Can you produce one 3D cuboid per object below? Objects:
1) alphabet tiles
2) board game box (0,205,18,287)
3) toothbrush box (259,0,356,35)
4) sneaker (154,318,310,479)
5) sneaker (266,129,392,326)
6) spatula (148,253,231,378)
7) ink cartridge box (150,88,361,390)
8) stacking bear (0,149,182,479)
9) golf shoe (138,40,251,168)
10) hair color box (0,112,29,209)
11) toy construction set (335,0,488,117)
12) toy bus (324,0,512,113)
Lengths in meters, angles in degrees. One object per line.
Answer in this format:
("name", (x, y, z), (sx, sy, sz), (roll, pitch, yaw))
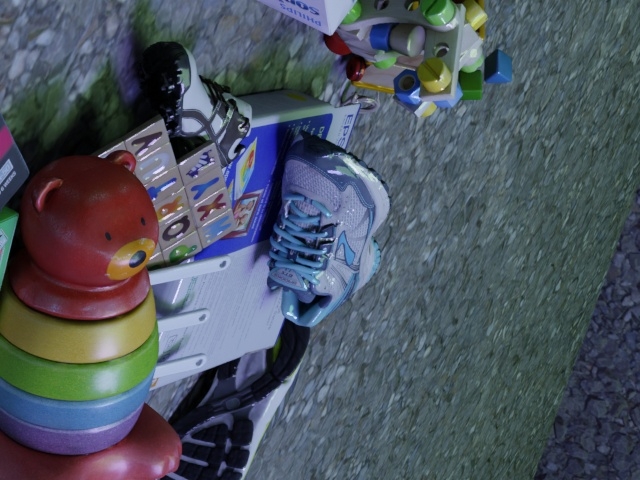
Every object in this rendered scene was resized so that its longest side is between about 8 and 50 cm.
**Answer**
("alphabet tiles", (-0.173, -0.019, 1.748), (0.198, 0.009, 0.237), (-32, 153, -11))
("board game box", (-0.352, 0.133, 1.552), (0.213, 0.046, 0.317), (-31, 143, -58))
("toothbrush box", (0.004, -0.354, 1.713), (0.206, 0.122, 0.283), (-56, 159, -21))
("sneaker", (-0.100, 0.217, 2.228), (0.300, 0.111, 0.121), (-56, 164, -14))
("sneaker", (0.000, 0.000, 2.001), (0.122, 0.110, 0.283), (-52, 157, -23))
("spatula", (-0.188, 0.087, 1.832), (0.242, 0.019, 0.168), (-11, 129, -39))
("ink cartridge box", (-0.091, -0.007, 2.015), (0.307, 0.072, 0.304), (-19, 132, -66))
("stacking bear", (-0.205, 0.062, 1.643), (0.175, 0.164, 0.289), (-18, 132, -38))
("golf shoe", (-0.109, -0.124, 1.752), (0.093, 0.077, 0.198), (-22, 155, -13))
("hair color box", (-0.323, -0.087, 1.235), (0.185, 0.113, 0.374), (-56, 159, -20))
("toy construction set", (0.131, -0.285, 1.962), (0.328, 0.215, 0.151), (-51, 144, -21))
("toy bus", (0.098, -0.232, 2.132), (0.191, 0.202, 0.104), (47, 40, -63))
